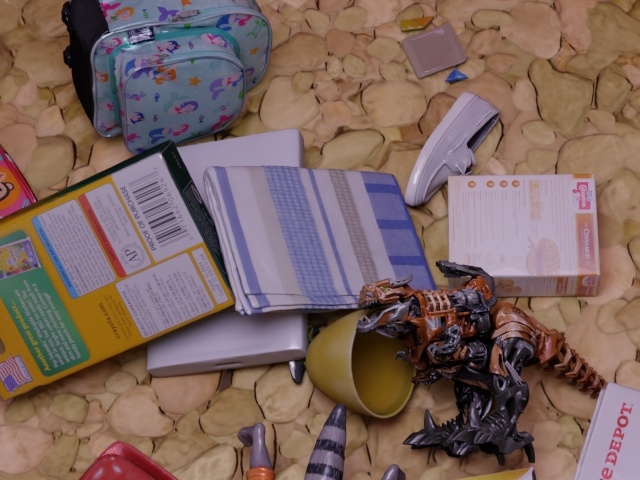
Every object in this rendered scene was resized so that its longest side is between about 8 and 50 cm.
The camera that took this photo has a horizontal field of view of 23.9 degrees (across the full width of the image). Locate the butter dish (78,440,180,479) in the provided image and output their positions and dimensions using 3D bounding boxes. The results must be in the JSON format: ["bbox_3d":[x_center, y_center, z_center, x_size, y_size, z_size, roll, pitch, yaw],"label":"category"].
[{"bbox_3d":[-0.237,0.317,1.760,0.160,0.118,0.160,33,71,20],"label":"butter dish"}]

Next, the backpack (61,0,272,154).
[{"bbox_3d":[-0.187,-0.245,1.974,0.253,0.225,0.191,-21,62,-19],"label":"backpack"}]

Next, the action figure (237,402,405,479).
[{"bbox_3d":[-0.070,0.335,1.663,0.341,0.178,0.330,25,45,-8],"label":"action figure"}]

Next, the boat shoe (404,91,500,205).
[{"bbox_3d":[0.173,-0.112,1.967,0.063,0.066,0.184,26,59,17],"label":"boat shoe"}]

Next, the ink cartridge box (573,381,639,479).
[{"bbox_3d":[0.422,0.305,1.700,0.278,0.117,0.201,17,66,13],"label":"ink cartridge box"}]

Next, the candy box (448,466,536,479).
[{"bbox_3d":[0.187,0.386,1.710,0.159,0.071,0.233,-10,63,0],"label":"candy box"}]

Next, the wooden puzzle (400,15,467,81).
[{"bbox_3d":[0.154,-0.259,2.065,0.078,0.014,0.116,-16,63,2],"label":"wooden puzzle"}]

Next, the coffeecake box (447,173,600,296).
[{"bbox_3d":[0.253,-0.006,1.898,0.185,0.068,0.142,-1,64,5],"label":"coffeecake box"}]

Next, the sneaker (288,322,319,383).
[{"bbox_3d":[-0.019,0.137,1.875,0.035,0.031,0.083,2,64,6],"label":"sneaker"}]

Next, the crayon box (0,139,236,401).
[{"bbox_3d":[-0.281,0.038,1.835,0.323,0.083,0.203,-23,102,11],"label":"crayon box"}]

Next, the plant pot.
[{"bbox_3d":[0.039,0.146,1.822,0.095,0.134,0.134,-4,59,38],"label":"plant pot"}]

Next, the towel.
[{"bbox_3d":[0.000,0.000,1.867,0.285,0.034,0.209,0,58,-32],"label":"towel"}]

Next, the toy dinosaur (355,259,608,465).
[{"bbox_3d":[0.194,0.141,1.764,0.322,0.164,0.218,11,75,4],"label":"toy dinosaur"}]

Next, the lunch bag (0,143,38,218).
[{"bbox_3d":[-0.500,-0.001,1.942,0.293,0.120,0.258,-32,66,-11],"label":"lunch bag"}]

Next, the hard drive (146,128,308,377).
[{"bbox_3d":[-0.118,0.014,1.922,0.203,0.040,0.307,-9,62,14],"label":"hard drive"}]
